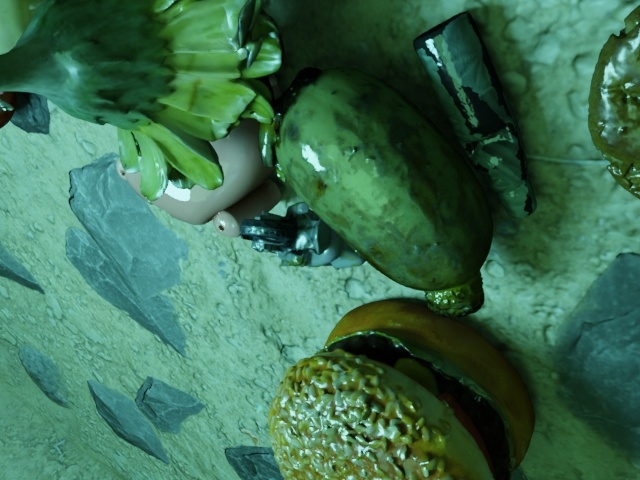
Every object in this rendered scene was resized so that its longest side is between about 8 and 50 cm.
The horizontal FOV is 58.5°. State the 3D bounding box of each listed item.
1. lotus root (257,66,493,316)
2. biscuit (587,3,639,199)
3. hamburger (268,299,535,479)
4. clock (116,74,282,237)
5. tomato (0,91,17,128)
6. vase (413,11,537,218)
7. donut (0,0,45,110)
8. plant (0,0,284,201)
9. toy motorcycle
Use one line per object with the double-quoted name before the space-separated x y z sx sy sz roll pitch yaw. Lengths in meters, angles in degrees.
"lotus root" 0.077 -0.051 0.591 0.309 0.173 0.173 46 137 -10
"biscuit" 0.327 -0.110 0.451 0.226 0.042 0.225 19 131 24
"hamburger" 0.096 0.260 0.758 0.330 0.250 0.329 19 131 24
"clock" -0.155 -0.150 0.712 0.227 0.142 0.241 29 131 16
"tomato" -0.575 -0.285 0.937 0.225 0.085 0.225 43 158 22
"vase" 0.161 -0.112 0.559 0.060 0.060 0.211 -15 113 43
"donut" -0.436 -0.369 0.640 0.371 0.150 0.307 48 142 -3
"plant" -0.162 -0.170 0.480 0.262 0.297 0.305 -7 108 15
"toy motorcycle" 0.000 0.000 0.702 0.153 0.225 0.073 5 86 12
